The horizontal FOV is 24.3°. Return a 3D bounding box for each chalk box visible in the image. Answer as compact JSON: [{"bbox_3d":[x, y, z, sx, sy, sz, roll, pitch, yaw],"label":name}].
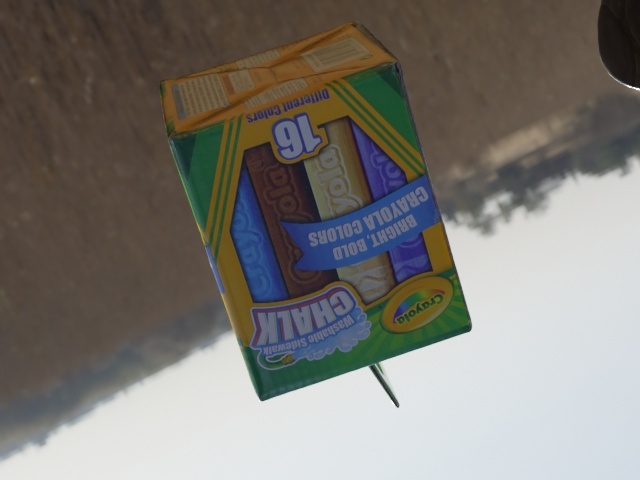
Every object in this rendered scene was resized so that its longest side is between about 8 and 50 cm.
[{"bbox_3d":[0.000,0.000,1.183,0.179,0.289,0.180,-17,-160,-3],"label":"chalk box"}]

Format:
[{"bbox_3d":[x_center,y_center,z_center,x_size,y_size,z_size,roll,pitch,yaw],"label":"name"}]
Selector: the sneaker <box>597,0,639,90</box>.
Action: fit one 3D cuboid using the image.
[{"bbox_3d":[0.258,-0.198,0.814,0.121,0.111,0.300,28,93,-54],"label":"sneaker"}]
